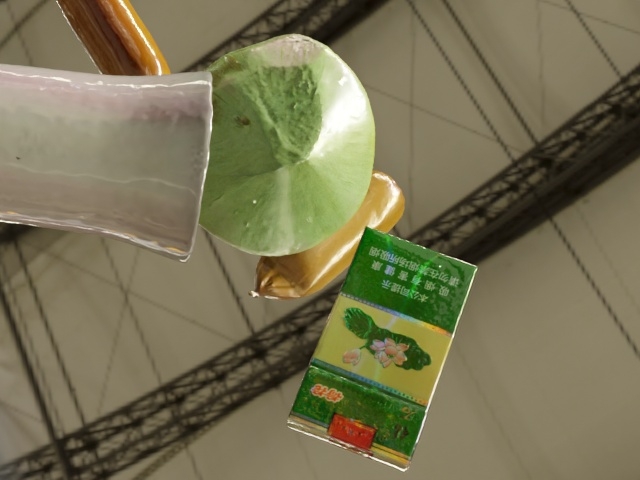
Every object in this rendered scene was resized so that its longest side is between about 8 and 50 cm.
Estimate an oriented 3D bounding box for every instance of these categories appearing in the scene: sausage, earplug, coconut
[{"bbox_3d":[0.003,0.005,1.711,0.112,0.328,0.112,36,-31,26],"label":"sausage"},{"bbox_3d":[-0.330,-0.331,1.667,0.105,0.105,0.274,-35,-93,46],"label":"sausage"},{"bbox_3d":[-0.253,-0.080,0.923,0.172,0.301,0.172,-174,-90,-79],"label":"earplug"},{"bbox_3d":[-0.068,-0.135,1.502,0.281,0.328,0.328,42,-38,-19],"label":"coconut"}]

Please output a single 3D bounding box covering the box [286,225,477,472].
[{"bbox_3d":[0.067,0.108,1.111,0.132,0.235,0.034,21,-25,6],"label":"box"}]
